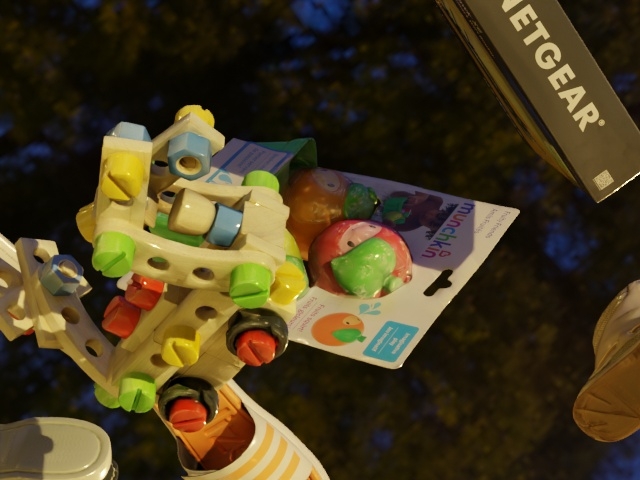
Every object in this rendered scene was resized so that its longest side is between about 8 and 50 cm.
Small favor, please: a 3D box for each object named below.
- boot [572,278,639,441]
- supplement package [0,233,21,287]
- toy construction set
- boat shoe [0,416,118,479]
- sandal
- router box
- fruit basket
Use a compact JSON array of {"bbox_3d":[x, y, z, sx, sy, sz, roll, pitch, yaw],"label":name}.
[{"bbox_3d":[0.392,0.090,1.905,0.095,0.203,0.262,43,-62,-7],"label":"boot"},{"bbox_3d":[-0.465,0.078,1.827,0.175,0.293,0.177,42,-8,-15],"label":"supplement package"},{"bbox_3d":[-0.139,0.034,1.342,0.215,0.151,0.328,26,-34,-23],"label":"toy construction set"},{"bbox_3d":[-0.341,0.222,1.659,0.303,0.114,0.091,8,-50,14],"label":"boat shoe"},{"bbox_3d":[-0.099,0.189,1.637,0.102,0.076,0.265,-37,-75,19],"label":"sandal"},{"bbox_3d":[0.204,-0.208,1.816,0.309,0.081,0.243,54,1,-20],"label":"router box"},{"bbox_3d":[0.000,0.000,1.960,0.353,0.327,0.165,10,-54,29],"label":"fruit basket"}]
